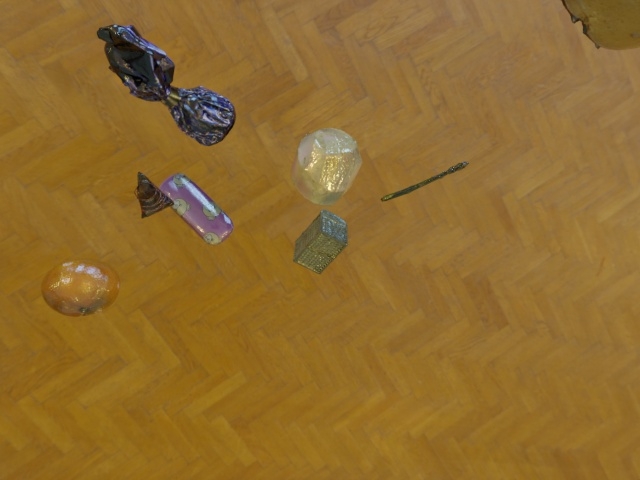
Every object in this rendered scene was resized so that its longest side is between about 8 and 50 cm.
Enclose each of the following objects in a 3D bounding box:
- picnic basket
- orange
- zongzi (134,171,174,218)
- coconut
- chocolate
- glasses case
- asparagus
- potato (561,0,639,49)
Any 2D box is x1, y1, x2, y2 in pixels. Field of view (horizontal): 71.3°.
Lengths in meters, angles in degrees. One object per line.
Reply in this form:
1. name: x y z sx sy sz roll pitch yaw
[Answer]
1. picnic basket: 0.000 0.000 1.722 0.134 0.154 0.196 25 129 -22
2. orange: -0.808 0.164 1.510 0.239 0.240 0.172 -9 63 -12
3. zongzi: -0.325 -0.094 0.839 0.067 0.083 0.074 -25 64 -13
4. coconut: 0.009 -0.217 1.368 0.197 0.237 0.237 28 93 1
5. chocolate: -0.326 -0.319 0.931 0.148 0.343 0.126 20 86 28
6. glasses case: -0.441 -0.113 1.581 0.316 0.076 0.123 43 73 11
7. asparagus: 0.182 -0.102 0.789 0.165 0.013 0.016 -22 106 21
8. potato: 0.307 -0.249 0.357 0.182 0.117 0.203 -8 126 -18
